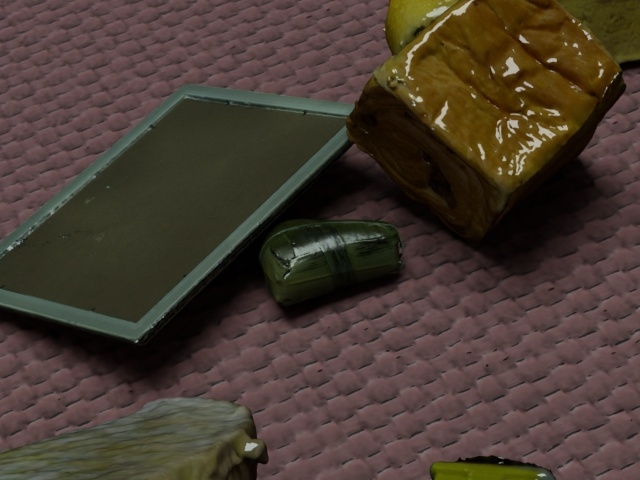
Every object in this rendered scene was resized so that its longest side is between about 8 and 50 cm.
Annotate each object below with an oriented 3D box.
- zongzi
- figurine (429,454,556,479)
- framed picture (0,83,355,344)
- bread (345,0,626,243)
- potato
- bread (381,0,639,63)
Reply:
[{"bbox_3d":[0.000,0.000,1.337,0.104,0.052,0.113,-13,27,-13],"label":"zongzi"},{"bbox_3d":[0.089,0.273,0.900,0.343,0.167,0.285,18,46,25],"label":"figurine"},{"bbox_3d":[-0.120,-0.027,1.381,0.231,0.018,0.293,12,44,42],"label":"framed picture"},{"bbox_3d":[0.121,-0.095,1.304,0.149,0.158,0.143,46,69,1],"label":"bread"},{"bbox_3d":[-0.107,0.207,1.017,0.211,0.189,0.264,-5,5,39],"label":"potato"},{"bbox_3d":[0.173,-0.188,1.464,0.246,0.102,0.094,-13,42,2],"label":"bread"}]
